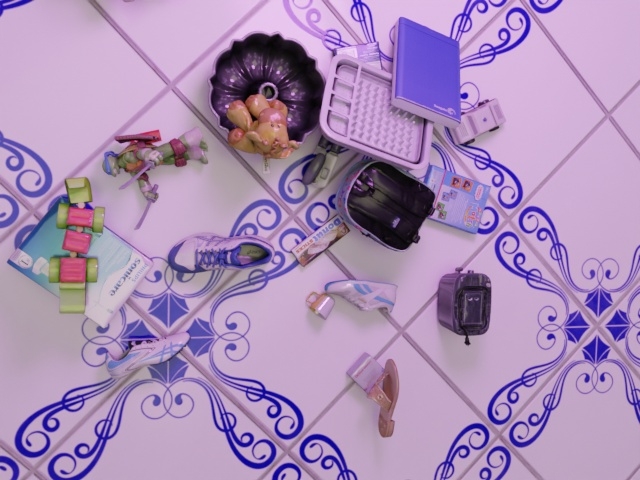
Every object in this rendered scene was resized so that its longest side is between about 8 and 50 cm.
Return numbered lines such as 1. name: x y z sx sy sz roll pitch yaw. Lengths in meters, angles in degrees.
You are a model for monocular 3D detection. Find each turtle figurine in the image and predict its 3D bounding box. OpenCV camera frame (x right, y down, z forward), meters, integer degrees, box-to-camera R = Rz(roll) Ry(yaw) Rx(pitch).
1. turtle figurine: -0.418 -0.176 1.750 0.266 0.274 0.197 -24 134 -16

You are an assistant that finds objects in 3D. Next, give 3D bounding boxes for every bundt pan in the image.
1. bundt pan: -0.154 -0.402 1.837 0.331 0.124 0.330 -1 94 -14

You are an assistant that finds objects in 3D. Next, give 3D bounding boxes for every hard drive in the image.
1. hard drive: 0.308 -0.487 1.911 0.210 0.040 0.318 17 58 -18

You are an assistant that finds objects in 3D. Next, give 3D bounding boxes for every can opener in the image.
1. can opener: 0.032 -0.280 1.904 0.074 0.093 0.280 24 94 -2

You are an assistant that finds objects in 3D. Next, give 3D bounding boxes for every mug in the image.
1. mug: 0.005 0.186 1.955 0.078 0.062 0.064 44 74 -20

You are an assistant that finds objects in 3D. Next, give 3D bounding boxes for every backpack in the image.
1. backpack: 0.172 -0.114 1.907 0.254 0.191 0.225 29 91 -24

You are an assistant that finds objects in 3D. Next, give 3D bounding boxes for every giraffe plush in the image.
1. giraffe plush: -0.140 -0.276 1.698 0.182 0.170 0.210 -20 99 -13

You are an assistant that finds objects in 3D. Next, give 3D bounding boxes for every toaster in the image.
1. toaster: 0.436 0.197 2.025 0.129 0.146 0.226 0 93 -14

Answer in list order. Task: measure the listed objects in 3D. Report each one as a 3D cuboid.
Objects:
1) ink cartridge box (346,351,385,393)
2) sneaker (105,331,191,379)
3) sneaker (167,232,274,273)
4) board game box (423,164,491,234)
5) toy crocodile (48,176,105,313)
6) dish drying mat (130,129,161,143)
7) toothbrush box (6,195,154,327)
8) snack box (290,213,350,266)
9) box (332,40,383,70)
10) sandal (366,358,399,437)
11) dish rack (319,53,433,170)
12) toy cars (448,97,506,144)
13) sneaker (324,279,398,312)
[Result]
1. ink cartridge box: 0.153 0.413 2.012 0.088 0.052 0.122 -46 106 -8
2. sneaker: -0.473 0.302 1.821 0.237 0.085 0.086 -22 104 -14
3. sneaker: -0.272 0.033 1.833 0.297 0.131 0.111 -8 98 -13
4. board game box: 0.409 -0.125 2.051 0.212 0.039 0.160 18 89 -15
5. toy crocodile: -0.599 0.013 1.626 0.115 0.105 0.340 7 90 -17
6. dish drying mat: -0.480 -0.281 1.817 0.083 0.008 0.032 -15 97 -13
7. toothbrush box: -0.621 0.055 1.742 0.296 0.126 0.216 37 83 -14
8. snack box: 0.000 0.000 1.958 0.178 0.022 0.064 -38 101 -9
9. box: 0.121 -0.458 1.944 0.137 0.036 0.225 -10 95 -6
10. sandal: 0.174 0.471 1.951 0.079 0.088 0.239 -2 101 -22
11. dish rack: 0.152 -0.342 1.837 0.333 0.072 0.285 18 62 -16
12. toy cars: 0.394 -0.392 2.003 0.394 0.087 0.176 14 90 -16
13. sneaker: 0.121 0.163 1.965 0.229 0.087 0.092 8 85 -17
